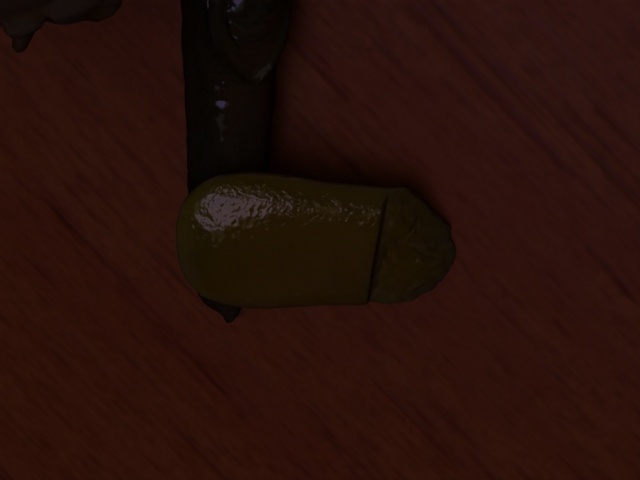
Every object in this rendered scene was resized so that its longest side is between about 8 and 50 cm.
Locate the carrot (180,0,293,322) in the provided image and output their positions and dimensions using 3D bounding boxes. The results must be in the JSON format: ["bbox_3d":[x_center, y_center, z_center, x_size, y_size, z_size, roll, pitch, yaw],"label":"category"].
[{"bbox_3d":[-0.051,-0.099,0.757,0.070,0.070,0.342,8,114,14],"label":"carrot"}]

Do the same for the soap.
[{"bbox_3d":[0.000,0.000,0.764,0.168,0.033,0.089,-1,122,-5],"label":"soap"}]

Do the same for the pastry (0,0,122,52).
[{"bbox_3d":[-0.160,-0.276,0.583,0.409,0.245,0.410,-2,79,11],"label":"pastry"}]
